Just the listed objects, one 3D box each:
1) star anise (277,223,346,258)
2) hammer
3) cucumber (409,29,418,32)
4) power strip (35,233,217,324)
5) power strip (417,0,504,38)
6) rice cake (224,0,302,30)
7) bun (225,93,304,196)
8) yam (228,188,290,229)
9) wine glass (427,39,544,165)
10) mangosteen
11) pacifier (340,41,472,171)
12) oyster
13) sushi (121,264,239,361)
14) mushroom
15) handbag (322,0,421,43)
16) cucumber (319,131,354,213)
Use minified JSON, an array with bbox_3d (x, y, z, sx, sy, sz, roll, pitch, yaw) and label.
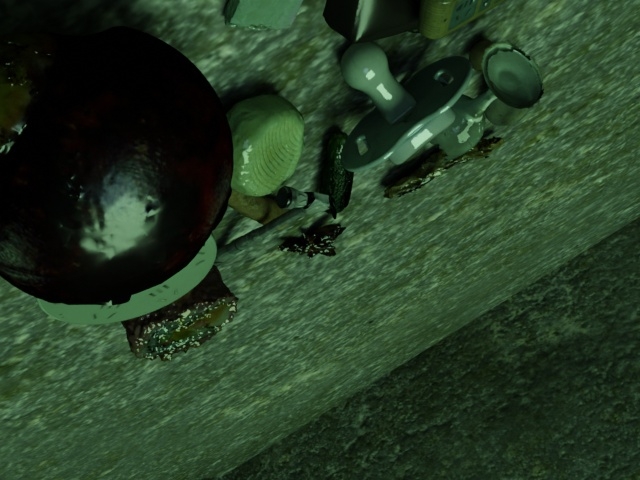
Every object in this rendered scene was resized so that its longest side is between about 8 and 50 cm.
[{"bbox_3d":[-0.001,-0.004,1.641,0.157,0.053,0.212,-36,150,18],"label":"star anise"},{"bbox_3d":[-0.132,-0.022,1.359,0.152,0.044,0.427,7,159,-40],"label":"hammer"},{"bbox_3d":[0.263,-0.448,1.085,0.300,0.072,0.072,-35,153,17],"label":"cucumber"},{"bbox_3d":[-0.382,0.016,1.194,0.358,0.161,0.357,-22,153,-12],"label":"power strip"},{"bbox_3d":[0.307,-0.424,0.962,0.388,0.066,0.092,-35,159,-15],"label":"power strip"},{"bbox_3d":[-0.057,-0.393,0.910,0.124,0.038,0.211,-10,149,-33],"label":"rice cake"},{"bbox_3d":[-0.117,-0.176,1.143,0.195,0.118,0.195,-39,148,-30],"label":"bun"},{"bbox_3d":[-0.158,-0.096,1.305,0.081,0.081,0.357,-34,154,13],"label":"yam"},{"bbox_3d":[0.301,-0.262,1.291,0.143,0.143,0.321,-14,167,-26],"label":"wine glass"},{"bbox_3d":[-0.328,-0.092,0.839,0.422,0.380,0.381,-7,148,-19],"label":"mangosteen"},{"bbox_3d":[0.123,-0.273,1.172,0.299,0.244,0.233,-38,121,13],"label":"pacifier"},{"bbox_3d":[0.310,-0.192,1.591,0.345,0.078,0.128,-27,175,-6],"label":"oyster"},{"bbox_3d":[-0.335,0.147,1.467,0.270,0.170,0.236,-21,153,-19],"label":"sushi"},{"bbox_3d":[0.396,-0.340,1.361,0.118,0.103,0.270,2,161,24],"label":"mushroom"},{"bbox_3d":[0.147,-0.433,0.920,0.257,0.113,0.285,-17,141,-34],"label":"handbag"},{"bbox_3d":[0.038,-0.151,1.392,0.075,0.074,0.241,-20,152,-16],"label":"cucumber"}]
